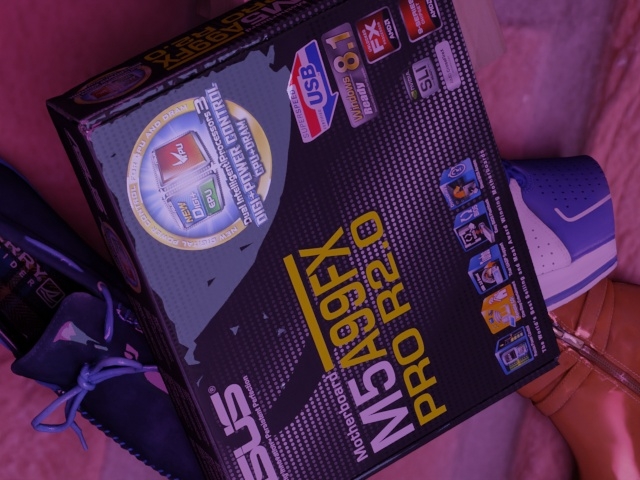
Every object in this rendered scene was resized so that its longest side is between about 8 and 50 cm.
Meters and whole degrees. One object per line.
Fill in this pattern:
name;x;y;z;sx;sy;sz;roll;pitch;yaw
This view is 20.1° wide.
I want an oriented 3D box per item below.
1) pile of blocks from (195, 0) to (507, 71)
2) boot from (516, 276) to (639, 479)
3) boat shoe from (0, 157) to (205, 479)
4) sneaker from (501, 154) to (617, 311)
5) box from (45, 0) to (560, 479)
pile of blocks;0.072;-0.192;1.080;0.362;0.112;0.149;-29;119;-19
boot;0.174;0.118;1.242;0.152;0.073;0.197;26;85;-24
boat shoe;-0.153;0.059;1.058;0.258;0.089;0.109;38;110;6
sneaker;0.029;-0.036;1.116;0.315;0.127;0.182;-12;112;-12
box;0.000;0.000;0.993;0.216;0.060;0.270;-28;116;-18
